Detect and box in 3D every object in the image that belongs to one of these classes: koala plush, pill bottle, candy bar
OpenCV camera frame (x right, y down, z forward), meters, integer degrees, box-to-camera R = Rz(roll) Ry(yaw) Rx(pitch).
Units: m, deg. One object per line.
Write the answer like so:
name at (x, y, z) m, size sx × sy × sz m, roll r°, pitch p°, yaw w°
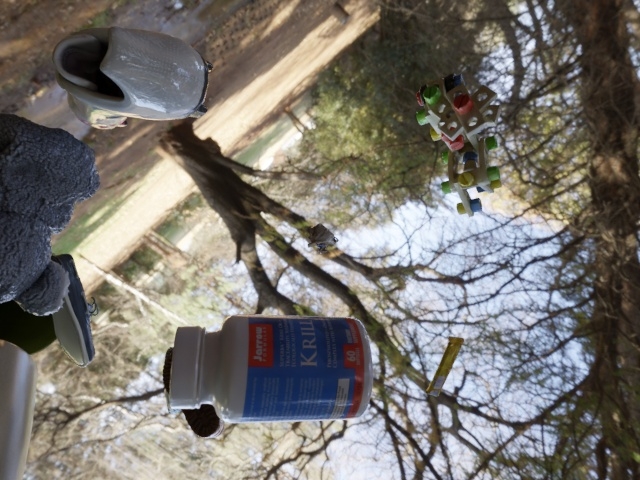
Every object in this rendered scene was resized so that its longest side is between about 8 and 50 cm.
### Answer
koala plush at (-0.394, -0.023, 0.525) m, size 0.203 × 0.196 × 0.222 m, roll -11°, pitch -117°, yaw 17°
pill bottle at (-0.060, 0.151, 0.501) m, size 0.124 × 0.221 × 0.125 m, roll -176°, pitch -90°, yaw -75°
candy bar at (0.283, 0.292, 0.962) m, size 0.018 × 0.040 × 0.162 m, roll -122°, pitch -132°, yaw -66°

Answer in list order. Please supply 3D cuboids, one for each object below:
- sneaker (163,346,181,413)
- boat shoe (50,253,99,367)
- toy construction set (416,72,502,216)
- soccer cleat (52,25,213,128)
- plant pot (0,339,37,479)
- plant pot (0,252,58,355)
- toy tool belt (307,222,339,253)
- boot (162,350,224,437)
sneaker at (-0.338, 0.318, 0.958) m, size 0.073 × 0.063 × 0.162 m, roll -49°, pitch -141°, yaw 28°
boat shoe at (-0.552, 0.154, 0.935) m, size 0.095 × 0.255 × 0.079 m, roll -18°, pitch -175°, yaw 26°
toy construction set at (0.281, -0.204, 0.846) m, size 0.150 × 0.327 × 0.215 m, roll -6°, pitch -113°, yaw 21°
soccer cleat at (-0.279, -0.214, 0.535) m, size 0.330 × 0.143 × 0.116 m, roll 10°, pitch -86°, yaw 39°
plant pot at (-0.446, 0.286, 0.446) m, size 0.256 × 0.256 × 0.274 m, roll -42°, pitch -127°, yaw 9°
plant pot at (-0.878, 0.150, 1.110) m, size 0.293 × 0.275 × 0.275 m, roll 3°, pitch -145°, yaw 14°
toy tool belt at (0.000, 0.000, 0.809) m, size 0.051 × 0.052 × 0.083 m, roll -49°, pitch 162°, yaw 0°
boot at (-0.210, 0.259, 0.700) m, size 0.059 × 0.158 × 0.085 m, roll -31°, pitch 154°, yaw -13°
